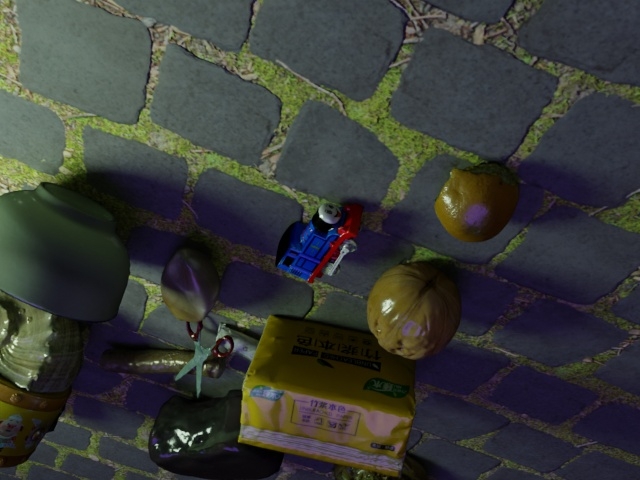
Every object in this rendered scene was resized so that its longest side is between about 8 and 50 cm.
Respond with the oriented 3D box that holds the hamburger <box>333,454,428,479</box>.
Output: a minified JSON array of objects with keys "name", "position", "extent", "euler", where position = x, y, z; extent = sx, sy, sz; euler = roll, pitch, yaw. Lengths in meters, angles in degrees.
[{"name":"hamburger","position":[0.185,0.759,2.312],"extent":[0.318,0.195,0.277],"euler":[10,143,1]}]

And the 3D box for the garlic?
[{"name":"garlic","position":[-0.296,0.109,1.735],"extent":[0.143,0.112,0.318],"euler":[42,145,1]}]

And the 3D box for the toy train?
[{"name":"toy train","position":[0.000,0.000,1.541],"extent":[0.131,0.083,0.204],"euler":[25,139,-10]}]

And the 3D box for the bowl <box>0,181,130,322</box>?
[{"name":"bowl","position":[-0.536,0.000,1.563],"extent":[0.354,0.354,0.185],"euler":[29,95,-18]}]

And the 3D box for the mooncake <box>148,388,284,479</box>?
[{"name":"mooncake","position":[-0.283,0.569,2.201],"extent":[0.381,0.212,0.351],"euler":[-3,143,15]}]

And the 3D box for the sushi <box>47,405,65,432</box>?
[{"name":"sushi","position":[-0.930,0.452,2.273],"extent":[0.350,0.171,0.211],"euler":[27,167,-23]}]

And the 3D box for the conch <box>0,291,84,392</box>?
[{"name":"conch","position":[-0.706,0.230,1.914],"extent":[0.210,0.297,0.352],"euler":[-45,153,25]}]

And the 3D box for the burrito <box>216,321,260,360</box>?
[{"name":"burrito","position":[-0.177,0.275,1.941],"extent":[0.203,0.064,0.064],"euler":[28,139,-15]}]

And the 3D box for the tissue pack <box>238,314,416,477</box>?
[{"name":"tissue pack","position":[0.025,0.351,1.763],"extent":[0.382,0.293,0.228],"euler":[12,116,3]}]

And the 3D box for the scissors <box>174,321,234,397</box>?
[{"name":"scissors","position":[-0.312,0.304,1.958],"extent":[0.144,0.017,0.248],"euler":[34,124,12]}]

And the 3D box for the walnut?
[{"name":"walnut","position":[0.193,0.149,1.589],"extent":[0.195,0.195,0.222],"euler":[12,148,1]}]

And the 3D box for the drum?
[{"name":"drum","position":[-0.871,0.377,1.954],"extent":[0.431,0.214,0.431],"euler":[33,178,1]}]

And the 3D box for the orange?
[{"name":"orange","position":[0.281,-0.059,1.376],"extent":[0.160,0.112,0.170],"euler":[-15,145,30]}]

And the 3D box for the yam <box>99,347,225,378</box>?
[{"name":"yam","position":[-0.425,0.333,2.069],"extent":[0.356,0.081,0.081],"euler":[2,140,15]}]
